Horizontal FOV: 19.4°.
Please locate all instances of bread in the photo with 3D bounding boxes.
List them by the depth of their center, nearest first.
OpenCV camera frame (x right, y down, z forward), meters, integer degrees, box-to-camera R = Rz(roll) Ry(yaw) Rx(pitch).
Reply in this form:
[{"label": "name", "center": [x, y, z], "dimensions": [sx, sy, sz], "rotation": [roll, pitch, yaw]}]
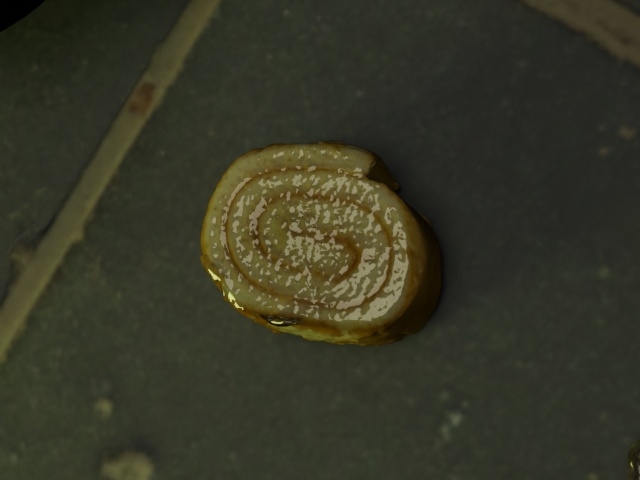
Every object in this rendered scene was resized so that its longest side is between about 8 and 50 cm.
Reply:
[{"label": "bread", "center": [0.000, 0.000, 1.157], "dimensions": [0.149, 0.073, 0.122], "rotation": [8, 84, 20]}]

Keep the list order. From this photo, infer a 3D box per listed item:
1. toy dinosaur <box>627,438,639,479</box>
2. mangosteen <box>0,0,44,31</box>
[{"label": "toy dinosaur", "center": [0.212, 0.235, 1.051], "dimensions": [0.162, 0.077, 0.294], "rotation": [-39, 73, 12]}, {"label": "mangosteen", "center": [-0.228, -0.267, 1.191], "dimensions": [0.306, 0.360, 0.306], "rotation": [-8, 81, 53]}]
